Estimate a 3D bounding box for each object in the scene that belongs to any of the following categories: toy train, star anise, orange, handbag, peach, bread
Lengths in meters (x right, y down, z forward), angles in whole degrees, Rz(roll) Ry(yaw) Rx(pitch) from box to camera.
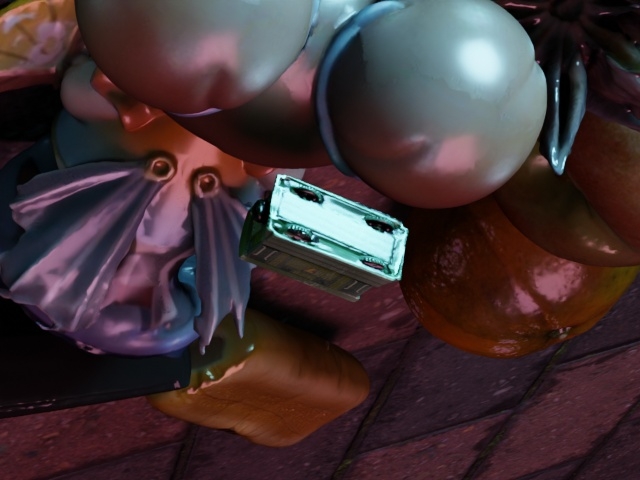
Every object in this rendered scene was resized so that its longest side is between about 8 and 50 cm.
[{"bbox_3d":[0.000,0.000,0.987,0.093,0.038,0.056,21,151,-22],"label":"toy train"},{"bbox_3d":[0.164,-0.130,1.154,0.209,0.231,0.089,-30,175,-8],"label":"star anise"},{"bbox_3d":[0.184,0.008,1.584,0.240,0.171,0.240,-19,156,-9],"label":"orange"},{"bbox_3d":[-0.250,0.091,1.430,0.247,0.080,0.223,-5,-178,-33],"label":"handbag"},{"bbox_3d":[0.238,-0.103,1.316,0.252,0.252,0.252,-19,157,-8],"label":"peach"},{"bbox_3d":[-0.062,0.130,1.734,0.142,0.091,0.305,-35,155,11],"label":"bread"}]

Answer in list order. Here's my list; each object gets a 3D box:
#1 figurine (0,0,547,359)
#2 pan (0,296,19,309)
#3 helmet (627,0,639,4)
[{"bbox_3d":[-0.069,-0.078,1.097,0.277,0.248,0.388,19,137,-24],"label":"figurine"},{"bbox_3d":[-0.204,-0.001,1.377,0.115,0.040,0.212,-10,156,-40],"label":"pan"},{"bbox_3d":[0.249,-0.237,1.019,0.279,0.160,0.230,-45,171,34],"label":"helmet"}]
